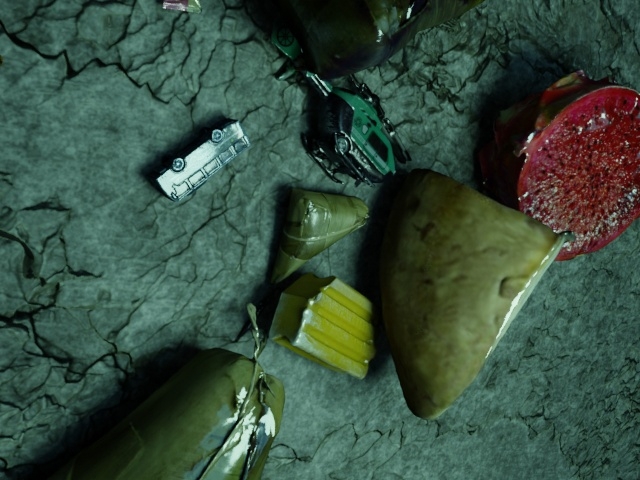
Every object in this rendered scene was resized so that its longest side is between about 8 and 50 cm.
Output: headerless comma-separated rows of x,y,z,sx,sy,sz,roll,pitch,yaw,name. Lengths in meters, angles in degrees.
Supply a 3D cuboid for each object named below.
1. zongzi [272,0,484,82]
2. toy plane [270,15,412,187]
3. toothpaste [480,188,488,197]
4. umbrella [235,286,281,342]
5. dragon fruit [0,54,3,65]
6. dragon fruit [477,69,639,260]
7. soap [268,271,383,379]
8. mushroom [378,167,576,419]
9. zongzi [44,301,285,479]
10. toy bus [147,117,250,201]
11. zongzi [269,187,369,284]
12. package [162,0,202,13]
0.069,-0.482,0.994,0.432,0.208,0.403,-34,91,-34,zongzi
0.036,-0.218,1.108,0.382,0.106,0.155,46,70,-30,toy plane
0.290,-0.035,1.348,0.190,0.031,0.048,-40,116,-23,toothpaste
-0.111,0.129,1.138,0.122,0.022,0.013,-49,130,-2,umbrella
-0.483,-0.217,0.783,0.190,0.094,0.094,-19,110,-33,dragon fruit
0.485,-0.160,1.321,0.386,0.249,0.371,23,104,-31,dragon fruit
0.018,0.147,1.144,0.232,0.073,0.140,37,64,-48,soap
0.202,0.098,1.157,0.397,0.313,0.224,-59,164,-2,mushroom
-0.298,0.296,0.947,0.467,0.218,0.500,22,86,-27,zongzi
-0.187,-0.127,1.013,0.166,0.047,0.065,-41,123,-19,toy bus
0.000,0.000,1.148,0.160,0.078,0.176,4,109,-33,zongzi
-0.202,-0.380,0.958,0.059,0.029,0.083,2,89,-25,package
